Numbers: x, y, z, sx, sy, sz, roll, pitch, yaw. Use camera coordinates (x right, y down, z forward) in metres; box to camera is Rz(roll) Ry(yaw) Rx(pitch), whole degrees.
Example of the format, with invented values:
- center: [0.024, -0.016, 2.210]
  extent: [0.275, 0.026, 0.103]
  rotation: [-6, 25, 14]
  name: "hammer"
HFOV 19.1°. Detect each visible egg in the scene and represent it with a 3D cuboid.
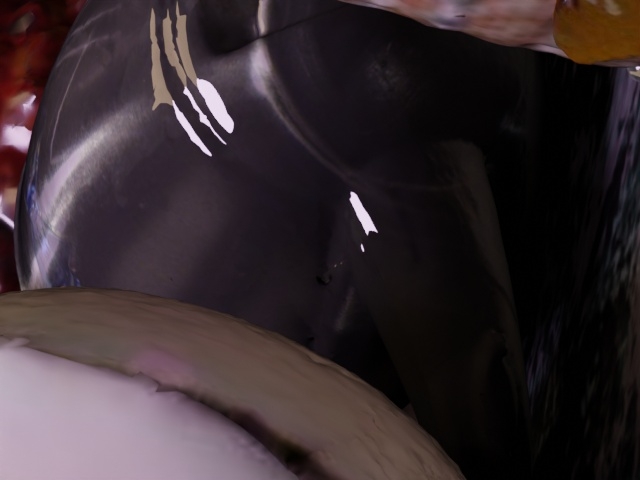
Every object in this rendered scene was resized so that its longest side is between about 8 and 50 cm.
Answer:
- center: [-0.061, 0.138, 0.618]
  extent: [0.201, 0.337, 0.337]
  rotation: [-62, -14, -61]
  name: "egg"

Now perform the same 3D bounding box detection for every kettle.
- center: [0.000, 0.000, 0.797]
  extent: [0.324, 0.228, 0.321]
  rotation: [120, 133, -71]
  name: "kettle"

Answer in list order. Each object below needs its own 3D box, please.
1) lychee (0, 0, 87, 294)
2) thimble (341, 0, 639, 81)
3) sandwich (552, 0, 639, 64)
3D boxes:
- center: [-0.161, 0.021, 1.211]
  extent: [0.500, 0.424, 0.425]
  rotation: [136, 145, -63]
  name: "lychee"
- center: [0.066, -0.157, 0.540]
  extent: [0.229, 0.148, 0.196]
  rotation: [119, 163, -70]
  name: "thimble"
- center: [0.107, -0.129, 0.331]
  extent: [0.244, 0.088, 0.090]
  rotation: [99, -173, -53]
  name: "sandwich"
